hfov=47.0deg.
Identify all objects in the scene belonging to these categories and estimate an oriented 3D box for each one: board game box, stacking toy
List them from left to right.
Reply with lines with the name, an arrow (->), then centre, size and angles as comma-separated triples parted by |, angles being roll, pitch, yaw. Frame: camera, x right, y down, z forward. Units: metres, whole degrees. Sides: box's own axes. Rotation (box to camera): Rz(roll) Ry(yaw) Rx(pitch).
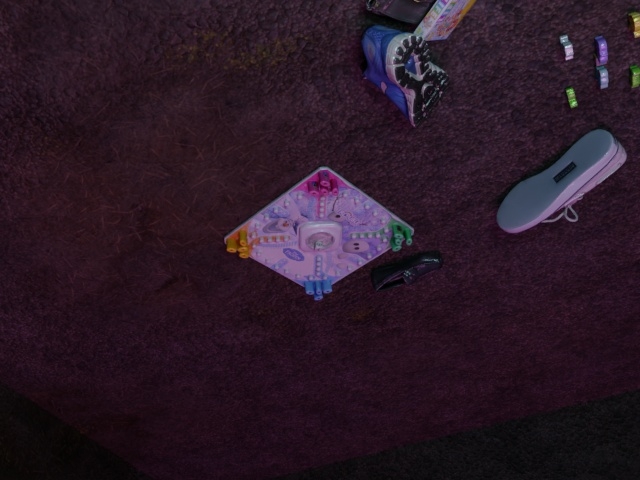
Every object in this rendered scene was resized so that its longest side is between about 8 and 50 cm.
board game box -> 0.000, 0.000, 2.052 | 0.390, 0.050, 0.390 | -33, 133, 29
board game box -> 0.266, -0.473, 1.491 | 0.103, 0.026, 0.154 | -21, 157, -47
stacking toy -> 0.636, -0.397, 1.662 | 0.167, 0.052, 0.221 | -16, 140, 12

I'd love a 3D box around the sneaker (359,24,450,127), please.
sneaker -> 0.176, -0.365, 1.594 | 0.130, 0.147, 0.330 | -49, 151, -2

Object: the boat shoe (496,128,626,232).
boat shoe -> 0.643, -0.131, 1.938 | 0.156, 0.136, 0.367 | 26, 121, -37

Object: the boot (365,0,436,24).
boot -> 0.157, -0.529, 1.405 | 0.263, 0.091, 0.229 | 16, 135, -28

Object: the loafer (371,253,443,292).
loafer -> 0.260, 0.101, 2.188 | 0.223, 0.078, 0.076 | -17, 140, 12
